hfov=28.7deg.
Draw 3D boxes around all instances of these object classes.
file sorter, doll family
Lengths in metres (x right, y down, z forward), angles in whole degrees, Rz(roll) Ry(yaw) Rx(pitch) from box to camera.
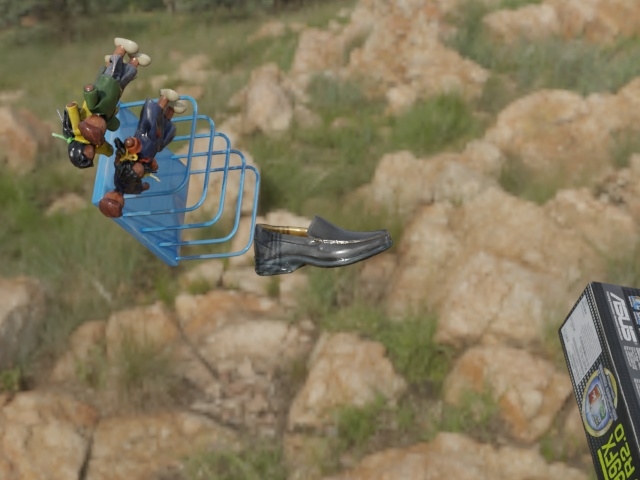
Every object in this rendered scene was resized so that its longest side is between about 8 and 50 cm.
[{"bbox_3d":[-0.145,-0.061,1.310,0.104,0.170,0.118,-4,66,21],"label":"file sorter"},{"bbox_3d":[-0.178,-0.091,1.112,0.076,0.193,0.111,11,69,28],"label":"doll family"}]

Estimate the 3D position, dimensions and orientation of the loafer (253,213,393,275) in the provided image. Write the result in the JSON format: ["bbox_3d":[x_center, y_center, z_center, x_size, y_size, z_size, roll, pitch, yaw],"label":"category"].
[{"bbox_3d":[0.000,0.000,1.463,0.170,0.061,0.062,-9,8,10],"label":"loafer"}]

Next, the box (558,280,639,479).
[{"bbox_3d":[0.299,0.159,0.869,0.216,0.060,0.270,9,44,-16],"label":"box"}]
